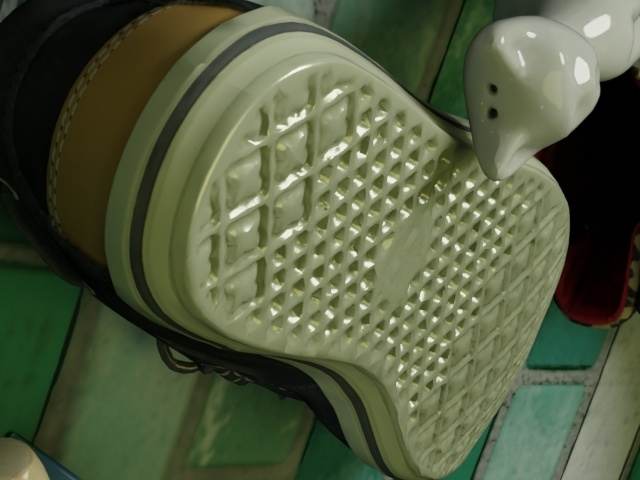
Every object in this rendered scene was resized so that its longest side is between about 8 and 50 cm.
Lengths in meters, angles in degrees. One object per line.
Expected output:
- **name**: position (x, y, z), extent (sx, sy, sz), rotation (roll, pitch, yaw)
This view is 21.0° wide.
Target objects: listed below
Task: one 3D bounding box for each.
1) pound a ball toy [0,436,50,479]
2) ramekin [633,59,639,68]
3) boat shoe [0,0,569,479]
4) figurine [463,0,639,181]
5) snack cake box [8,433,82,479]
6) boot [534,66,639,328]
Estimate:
- **pound a ball toy**: position (-0.238, 0.237, 0.716), extent (0.319, 0.208, 0.135), rotation (-19, 130, -9)
- **ramekin**: position (0.211, -0.202, 0.934), extent (0.109, 0.207, 0.207), rotation (-35, 135, -42)
- **boat shoe**: position (0.000, 0.000, 0.865), extent (0.187, 0.156, 0.500), rotation (-62, 153, -3)
- **figurine**: position (0.105, -0.148, 0.798), extent (0.209, 0.092, 0.215), rotation (-46, 136, -62)
- **snack cake box**: position (-0.163, 0.246, 0.825), extent (0.264, 0.152, 0.089), rotation (-52, 141, -12)
- **boot**: position (0.257, 0.000, 1.148), extent (0.284, 0.138, 0.377), rotation (-19, 122, -41)
